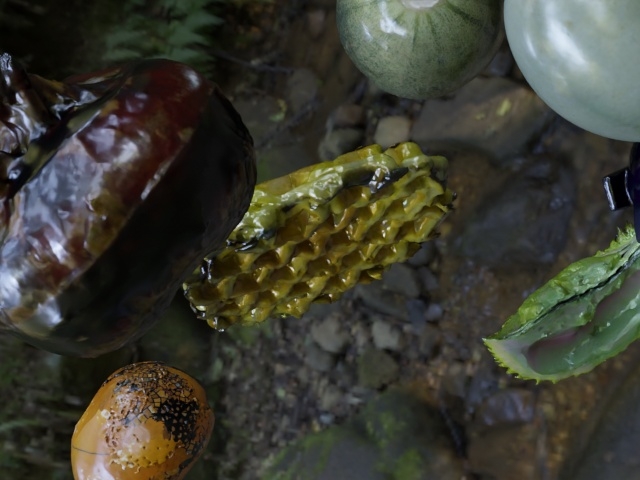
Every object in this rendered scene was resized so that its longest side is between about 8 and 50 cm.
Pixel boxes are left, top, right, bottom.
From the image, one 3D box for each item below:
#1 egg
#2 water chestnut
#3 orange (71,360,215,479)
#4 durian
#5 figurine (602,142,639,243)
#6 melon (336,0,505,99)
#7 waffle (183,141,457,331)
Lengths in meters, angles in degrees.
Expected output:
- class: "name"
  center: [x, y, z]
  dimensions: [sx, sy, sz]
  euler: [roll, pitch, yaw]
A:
- class: "egg"
  center: [0.180, -0.125, 0.660]
  dimensions: [0.114, 0.152, 0.114]
  euler: [-44, 10, 9]
- class: "water chestnut"
  center: [-0.213, -0.054, 0.970]
  dimensions: [0.300, 0.300, 0.300]
  euler: [-40, 42, 50]
- class: "orange"
  center: [-0.259, 0.287, 1.555]
  dimensions: [0.234, 0.182, 0.234]
  euler: [-55, 12, 17]
- class: "durian"
  center: [0.414, 0.101, 1.637]
  dimensions: [0.158, 0.352, 0.169]
  euler: [55, 176, 16]
- class: "figurine"
  center: [0.448, -0.089, 1.165]
  dimensions: [0.308, 0.308, 0.143]
  euler: [-47, 59, 45]
- class: "melon"
  center: [0.140, -0.321, 1.486]
  dimensions: [0.329, 0.249, 0.248]
  euler: [-70, -2, -83]
- class: "waffle"
  center: [0.000, 0.000, 1.408]
  dimensions: [0.379, 0.382, 0.095]
  euler: [61, -174, -68]
